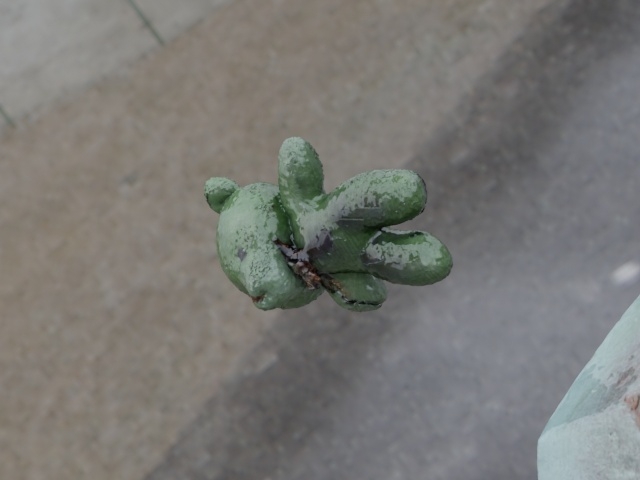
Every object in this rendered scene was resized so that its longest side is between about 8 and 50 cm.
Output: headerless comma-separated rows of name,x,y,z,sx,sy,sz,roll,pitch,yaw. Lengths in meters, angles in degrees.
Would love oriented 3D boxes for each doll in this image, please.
doll,0.000,0.000,1.041,0.150,0.115,0.077,-11,29,39

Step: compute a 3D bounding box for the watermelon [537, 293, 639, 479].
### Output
watermelon,0.270,0.072,0.886,0.319,0.290,0.214,9,4,5
